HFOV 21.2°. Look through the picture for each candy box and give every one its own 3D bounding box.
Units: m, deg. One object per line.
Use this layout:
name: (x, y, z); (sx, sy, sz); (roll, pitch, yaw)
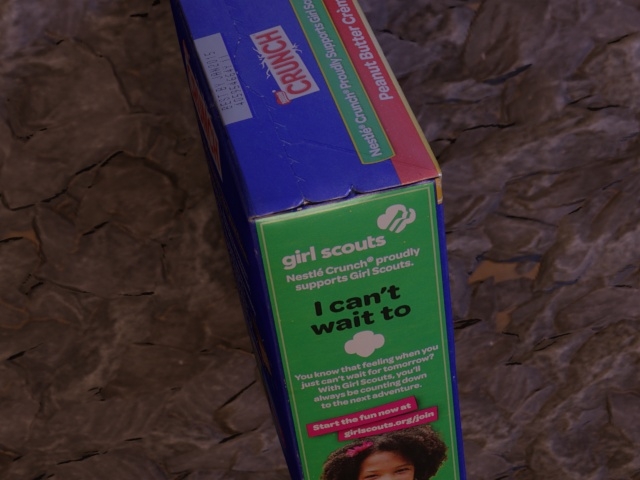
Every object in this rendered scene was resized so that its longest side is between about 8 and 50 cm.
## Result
candy box: (0.000, 0.000, 1.132); (0.122, 0.268, 0.317); (-15, 135, -4)
